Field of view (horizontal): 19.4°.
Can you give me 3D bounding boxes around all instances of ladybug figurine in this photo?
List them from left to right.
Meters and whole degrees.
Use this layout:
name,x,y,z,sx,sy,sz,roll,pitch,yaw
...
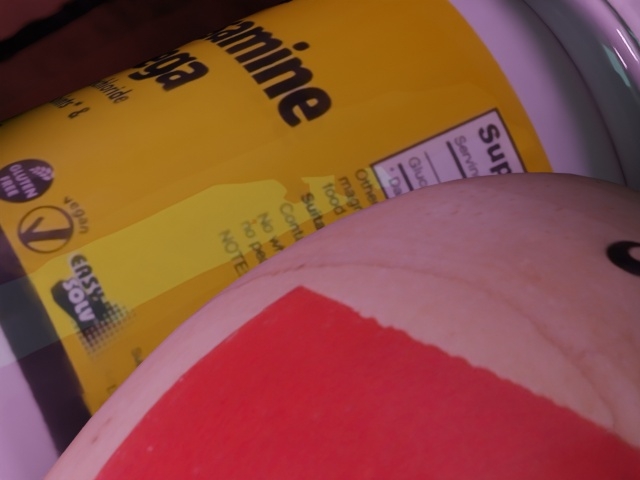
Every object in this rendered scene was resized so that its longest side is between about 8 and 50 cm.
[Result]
name,x,y,z,sx,sy,sz,roll,pitch,yaw
ladybug figurine,0.030,0.186,0.582,0.305,0.162,0.449,31,82,-18

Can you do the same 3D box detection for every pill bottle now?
name,x,y,z,sx,sy,sz,roll,pitch,yaw
pill bottle,0.000,0.000,0.747,0.334,0.188,0.188,-25,64,-16
